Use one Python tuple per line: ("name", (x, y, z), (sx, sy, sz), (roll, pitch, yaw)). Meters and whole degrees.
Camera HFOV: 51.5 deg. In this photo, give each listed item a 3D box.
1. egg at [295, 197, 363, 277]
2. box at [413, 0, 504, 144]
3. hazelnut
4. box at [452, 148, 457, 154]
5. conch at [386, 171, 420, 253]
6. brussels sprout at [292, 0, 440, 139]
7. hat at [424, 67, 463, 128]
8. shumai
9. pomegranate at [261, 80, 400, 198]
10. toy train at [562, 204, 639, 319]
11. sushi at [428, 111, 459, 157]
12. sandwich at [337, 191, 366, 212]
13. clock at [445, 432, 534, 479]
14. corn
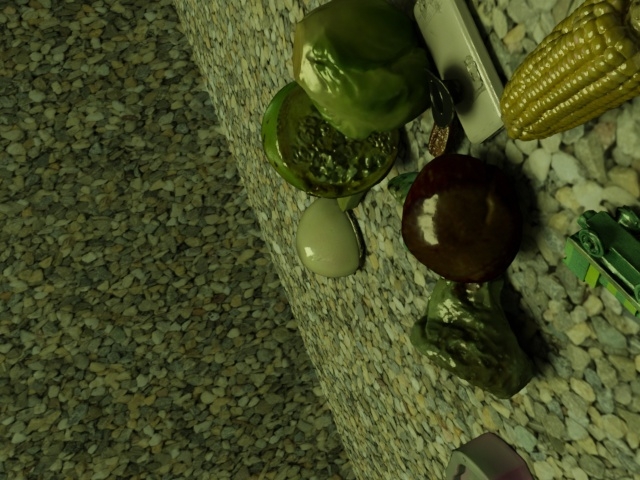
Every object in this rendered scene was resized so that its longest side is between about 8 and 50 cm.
("egg", (0.000, -0.004, 2.058), (0.286, 0.174, 0.264), (-132, 30, -59))
("box", (0.241, -0.311, 1.144), (0.142, 0.044, 0.285), (137, 111, -75))
("hazelnut", (0.244, -0.037, 1.180), (0.218, 0.218, 0.233), (15, 124, 70))
("box", (0.252, -0.166, 1.329), (0.058, 0.015, 0.093), (99, 147, -56))
("conch", (0.219, -0.053, 1.393), (0.176, 0.122, 0.188), (-77, -28, -82))
("brussels sprout", (0.082, -0.332, 1.269), (0.227, 0.295, 0.259), (123, 150, -48))
("hat", (0.216, -0.251, 1.140), (0.121, 0.050, 0.121), (159, 90, -88))
("shumai", (0.330, 0.177, 1.297), (0.261, 0.222, 0.225), (35, -179, -10))
("pomegranate", (0.025, -0.268, 1.528), (0.216, 0.310, 0.358), (156, 128, -80))
("toy train", (0.430, 0.046, 0.918), (0.200, 0.083, 0.132), (58, 171, 34))
("sushi", (0.237, -0.201, 1.266), (0.052, 0.055, 0.120), (40, 142, 33))
("sandwich", (0.059, -0.228, 1.807), (0.244, 0.063, 0.212), (64, 159, 16))
("clock", (0.429, 0.636, 1.574), (0.338, 0.102, 0.338), (57, 160, 35))
("corn", (0.326, -0.211, 0.842), (0.347, 0.130, 0.130), (136, 112, -76))
